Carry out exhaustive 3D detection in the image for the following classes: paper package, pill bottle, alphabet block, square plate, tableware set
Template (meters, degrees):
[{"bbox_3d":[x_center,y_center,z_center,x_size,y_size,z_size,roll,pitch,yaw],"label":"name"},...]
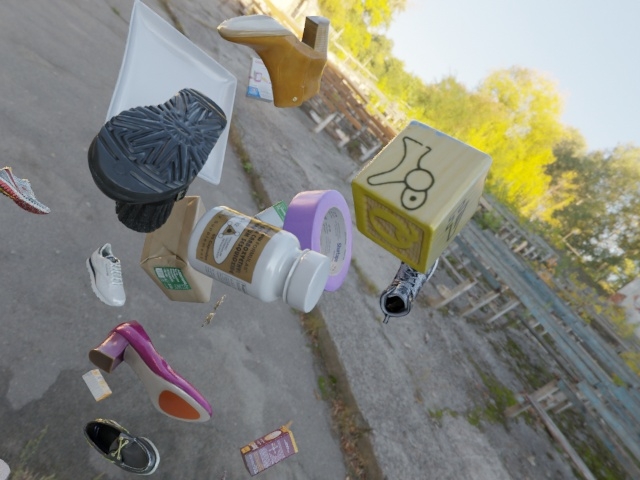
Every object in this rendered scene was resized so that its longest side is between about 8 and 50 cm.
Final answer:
[{"bbox_3d":[-0.510,0.039,1.516,0.325,0.167,0.310,91,-3,-59],"label":"paper package"},{"bbox_3d":[-0.105,0.035,0.714,0.229,0.131,0.131,22,11,16],"label":"pill bottle"},{"bbox_3d":[0.199,-0.087,0.824,0.192,0.197,0.194,36,-19,27],"label":"alphabet block"},{"bbox_3d":[-0.376,-0.362,1.059,0.344,0.049,0.348,24,69,-54],"label":"square plate"},{"bbox_3d":[-0.464,0.310,1.763,0.020,0.141,0.169,36,61,-10],"label":"tableware set"}]

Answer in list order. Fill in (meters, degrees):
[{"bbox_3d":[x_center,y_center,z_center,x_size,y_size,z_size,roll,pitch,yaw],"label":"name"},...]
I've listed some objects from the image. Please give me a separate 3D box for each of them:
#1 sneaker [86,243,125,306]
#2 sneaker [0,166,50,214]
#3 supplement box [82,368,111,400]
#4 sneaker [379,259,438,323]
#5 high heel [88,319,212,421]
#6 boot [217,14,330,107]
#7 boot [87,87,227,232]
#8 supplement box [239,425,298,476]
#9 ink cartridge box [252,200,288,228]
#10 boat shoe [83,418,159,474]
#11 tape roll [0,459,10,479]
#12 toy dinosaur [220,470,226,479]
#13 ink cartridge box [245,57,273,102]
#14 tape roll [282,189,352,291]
[{"bbox_3d":[-0.724,0.120,1.386,0.235,0.094,0.090,53,10,21],"label":"sneaker"},{"bbox_3d":[-1.131,-0.186,1.546,0.225,0.087,0.093,54,45,-37],"label":"sneaker"},{"bbox_3d":[-0.756,0.489,1.370,0.099,0.036,0.062,55,-16,6],"label":"supplement box"},{"bbox_3d":[0.244,0.111,1.110,0.101,0.269,0.153,28,17,12],"label":"sneaker"},{"bbox_3d":[-0.443,0.358,1.153,0.377,0.127,0.181,35,24,-1],"label":"high heel"},{"bbox_3d":[-0.106,-0.419,0.979,0.294,0.211,0.104,-20,55,-30],"label":"boot"},{"bbox_3d":[-0.302,-0.102,0.698,0.131,0.260,0.348,42,29,-14],"label":"boot"},{"bbox_3d":[-0.194,0.780,1.506,0.104,0.188,0.081,-28,-100,65],"label":"supplement box"},{"bbox_3d":[-0.218,-0.047,1.522,0.087,0.208,0.153,57,-22,3],"label":"ink cartridge box"},{"bbox_3d":[-0.503,0.516,1.011,0.227,0.081,0.069,13,-25,27],"label":"boat shoe"},{"bbox_3d":[-0.871,0.572,0.949,0.218,0.073,0.219,16,-13,4],"label":"tape roll"},{"bbox_3d":[-0.406,0.898,1.305,0.127,0.296,0.200,30,-23,34],"label":"toy dinosaur"},{"bbox_3d":[-0.198,-0.538,1.359,0.088,0.123,0.052,7,4,-18],"label":"ink cartridge box"},{"bbox_3d":[0.000,0.000,1.114,0.274,0.090,0.275,0,90,-64],"label":"tape roll"}]
